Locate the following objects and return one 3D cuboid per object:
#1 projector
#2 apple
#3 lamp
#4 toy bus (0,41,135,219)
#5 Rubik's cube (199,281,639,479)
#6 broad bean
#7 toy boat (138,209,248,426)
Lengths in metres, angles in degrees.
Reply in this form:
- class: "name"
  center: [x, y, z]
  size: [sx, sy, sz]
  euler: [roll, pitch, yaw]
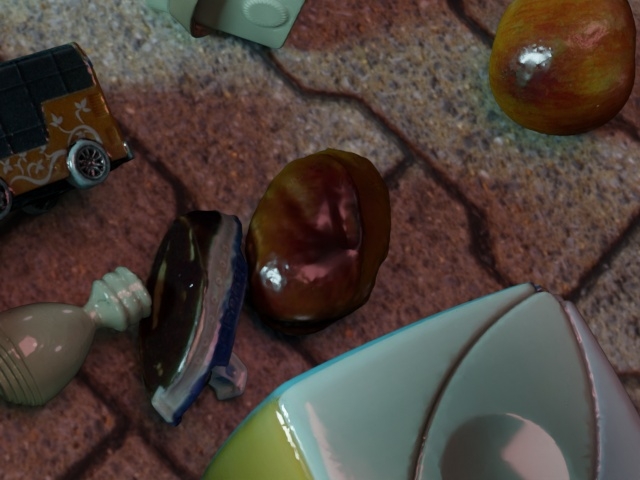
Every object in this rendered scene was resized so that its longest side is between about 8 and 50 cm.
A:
- class: "projector"
  center: [-0.094, -0.352, 2.002]
  size: [0.177, 0.163, 0.242]
  euler: [18, 57, -8]
- class: "apple"
  center: [0.295, -0.217, 2.041]
  size: [0.173, 0.195, 0.160]
  euler: [8, 31, 20]
- class: "lamp"
  center: [-0.267, 0.098, 1.754]
  size: [0.193, 0.106, 0.106]
  euler: [-31, 78, -20]
- class: "toy bus"
  center: [-0.353, -0.095, 1.760]
  size: [0.275, 0.138, 0.167]
  euler: [-25, 93, -40]
- class: "Rubik's cube"
  center: [0.117, 0.283, 1.656]
  size: [0.352, 0.352, 0.347]
  euler: [-19, 72, -27]
- class: "broad bean"
  center: [-0.002, 0.001, 1.885]
  size: [0.156, 0.122, 0.228]
  euler: [17, 58, 3]
- class: "toy boat"
  center: [-0.123, 0.082, 1.822]
  size: [0.115, 0.114, 0.262]
  euler: [30, 56, -43]
